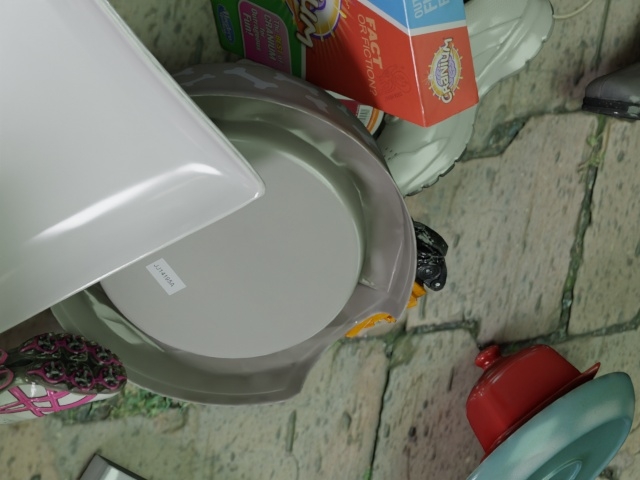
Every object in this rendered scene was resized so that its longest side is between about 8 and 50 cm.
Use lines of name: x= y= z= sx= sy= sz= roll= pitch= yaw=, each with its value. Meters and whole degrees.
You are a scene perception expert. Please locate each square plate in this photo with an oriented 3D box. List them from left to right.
square plate: x=-0.279 y=-0.088 z=1.484 sx=0.347 sy=0.049 sz=0.344 roll=-27 pitch=127 yaw=19

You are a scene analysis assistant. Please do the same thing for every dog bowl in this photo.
dog bowl: x=-0.085 y=-0.009 z=1.640 sx=0.349 sy=0.102 sz=0.348 roll=1 pitch=124 yaw=2

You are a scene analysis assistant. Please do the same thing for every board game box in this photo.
board game box: x=0.000 y=-0.255 z=1.575 sx=0.064 sy=0.316 sz=0.242 roll=-28 pitch=122 yaw=-27

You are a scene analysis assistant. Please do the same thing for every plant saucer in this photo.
plant saucer: x=0.256 y=0.278 z=2.072 sx=0.318 sy=0.043 sz=0.317 roll=-33 pitch=155 yaw=-18

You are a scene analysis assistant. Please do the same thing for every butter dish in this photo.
butter dish: x=0.226 y=0.174 z=2.066 sx=0.160 sy=0.118 sz=0.160 roll=-35 pitch=166 yaw=-16

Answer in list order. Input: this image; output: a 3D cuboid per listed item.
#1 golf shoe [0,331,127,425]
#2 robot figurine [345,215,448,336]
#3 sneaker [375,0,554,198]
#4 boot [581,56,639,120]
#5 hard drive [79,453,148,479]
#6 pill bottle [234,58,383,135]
golf shoe: x=-0.271 y=0.131 z=1.628 sx=0.186 sy=0.067 sz=0.086 roll=2 pitch=139 yaw=-27
robot figurine: x=0.000 y=0.000 z=1.794 sx=0.211 sy=0.085 sz=0.291 roll=-27 pitch=139 yaw=21
sneaker: x=0.116 y=-0.169 z=1.861 sx=0.129 sy=0.111 sz=0.297 roll=40 pitch=77 yaw=-25
boot: x=0.423 y=-0.264 z=2.056 sx=0.338 sy=0.118 sz=0.222 roll=-19 pitch=116 yaw=-44
hard drive: x=-0.238 y=0.393 z=1.832 sx=0.203 sy=0.040 sz=0.307 roll=36 pitch=85 yaw=-41
pill bottle: x=-0.017 y=-0.142 z=1.760 sx=0.152 sy=0.086 sz=0.086 roll=3 pitch=106 yaw=-39
